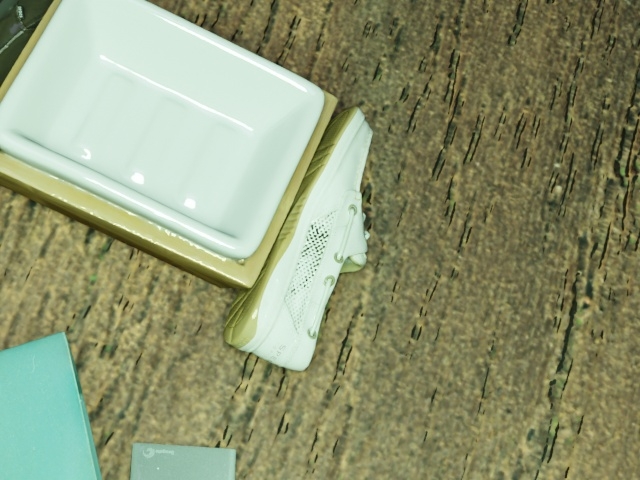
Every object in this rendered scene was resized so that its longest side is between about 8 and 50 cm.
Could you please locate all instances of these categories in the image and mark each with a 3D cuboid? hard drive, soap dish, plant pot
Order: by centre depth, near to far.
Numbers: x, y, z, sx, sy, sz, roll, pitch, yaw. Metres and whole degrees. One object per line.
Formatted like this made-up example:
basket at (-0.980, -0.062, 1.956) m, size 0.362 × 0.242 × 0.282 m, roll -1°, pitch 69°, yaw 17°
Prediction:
plant pot at (-0.303, 0.202, 1.220) m, size 0.234 × 0.165 × 0.166 m, roll -12°, pitch 67°, yaw -9°
hard drive at (-0.125, 0.249, 1.303) m, size 0.094 × 0.022 × 0.135 m, roll 5°, pitch 63°, yaw -8°
soap dish at (-0.158, -0.099, 1.405) m, size 0.290 × 0.118 × 0.229 m, roll 25°, pitch 62°, yaw -3°

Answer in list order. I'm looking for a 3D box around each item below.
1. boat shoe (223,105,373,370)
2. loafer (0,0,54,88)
boat shoe at (0.000, 0.000, 1.416) m, size 0.096 × 0.098 × 0.277 m, roll 31°, pitch 65°, yaw -16°
loafer at (-0.298, -0.191, 1.455) m, size 0.078 × 0.080 × 0.220 m, roll 25°, pitch 62°, yaw 2°
